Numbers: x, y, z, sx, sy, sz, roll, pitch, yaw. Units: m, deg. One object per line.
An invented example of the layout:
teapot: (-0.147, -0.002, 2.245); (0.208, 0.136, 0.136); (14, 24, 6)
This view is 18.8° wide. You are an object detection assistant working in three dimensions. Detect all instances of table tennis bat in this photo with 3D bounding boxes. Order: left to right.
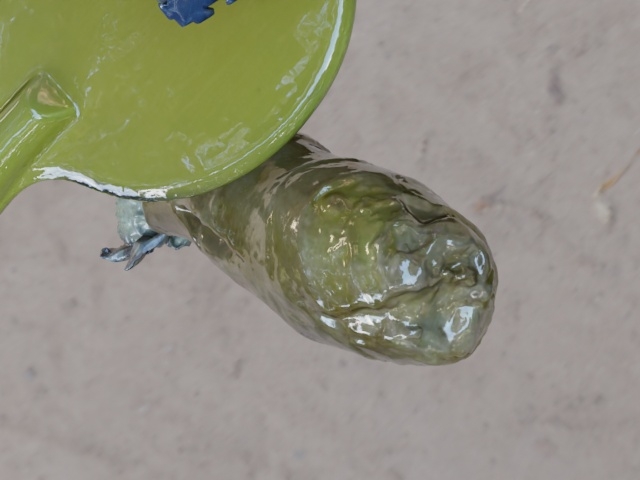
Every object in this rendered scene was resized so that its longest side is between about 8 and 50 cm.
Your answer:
table tennis bat: (-0.135, -0.093, 1.103); (0.368, 0.054, 0.224); (-45, 81, 13)

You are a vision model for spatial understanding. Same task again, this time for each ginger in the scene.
ginger: (0.000, 0.000, 1.105); (0.263, 0.116, 0.109); (27, 108, 43)

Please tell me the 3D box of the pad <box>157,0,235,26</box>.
pad: (-0.030, -0.254, 0.883); (0.270, 0.012, 0.269); (-31, 124, 15)

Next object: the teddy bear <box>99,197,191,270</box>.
teddy bear: (-0.108, -0.082, 1.444); (0.133, 0.111, 0.213); (1, 88, 46)
